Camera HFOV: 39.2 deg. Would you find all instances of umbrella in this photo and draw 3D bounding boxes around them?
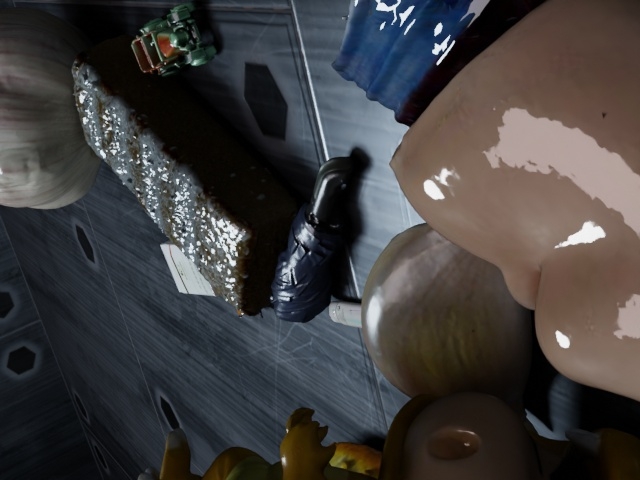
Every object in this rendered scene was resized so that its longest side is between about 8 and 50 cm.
[{"bbox_3d":[-0.008,-0.002,0.957,0.071,0.071,0.248,49,146,29],"label":"umbrella"}]

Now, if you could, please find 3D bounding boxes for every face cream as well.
[{"bbox_3d":[0.046,0.082,0.970,0.115,0.020,0.038,2,114,60],"label":"face cream"}]

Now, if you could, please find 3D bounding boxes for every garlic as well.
[{"bbox_3d":[-0.443,-0.202,1.326,0.317,0.259,0.317,-4,-90,-86],"label":"garlic"},{"bbox_3d":[0.106,0.042,0.750,0.128,0.148,0.266,-90,-5,-47],"label":"garlic"}]

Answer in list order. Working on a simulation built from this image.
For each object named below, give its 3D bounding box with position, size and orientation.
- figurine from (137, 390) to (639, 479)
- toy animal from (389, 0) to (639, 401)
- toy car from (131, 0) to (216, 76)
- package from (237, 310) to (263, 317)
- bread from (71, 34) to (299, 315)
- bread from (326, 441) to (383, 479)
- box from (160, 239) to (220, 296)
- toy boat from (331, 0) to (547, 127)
[{"bbox_3d":[0.050,0.261,0.732,0.401,0.387,0.268,93,-179,-72],"label":"figurine"},{"bbox_3d":[0.163,-0.012,0.483,0.256,0.195,0.213,52,159,18],"label":"toy animal"},{"bbox_3d":[-0.176,-0.233,1.065,0.143,0.054,0.073,6,119,61],"label":"toy car"},{"bbox_3d":[-0.107,0.074,1.230,0.111,0.033,0.077,18,138,62],"label":"package"},{"bbox_3d":[-0.175,-0.089,1.127,0.416,0.113,0.165,44,149,33],"label":"bread"},{"bbox_3d":[0.054,0.419,1.052,0.358,0.204,0.337,4,112,63],"label":"bread"},{"bbox_3d":[-0.186,0.037,1.337,0.154,0.040,0.084,-1,115,63],"label":"box"},{"bbox_3d":[0.060,-0.163,0.577,0.142,0.129,0.309,50,171,2],"label":"toy boat"}]
